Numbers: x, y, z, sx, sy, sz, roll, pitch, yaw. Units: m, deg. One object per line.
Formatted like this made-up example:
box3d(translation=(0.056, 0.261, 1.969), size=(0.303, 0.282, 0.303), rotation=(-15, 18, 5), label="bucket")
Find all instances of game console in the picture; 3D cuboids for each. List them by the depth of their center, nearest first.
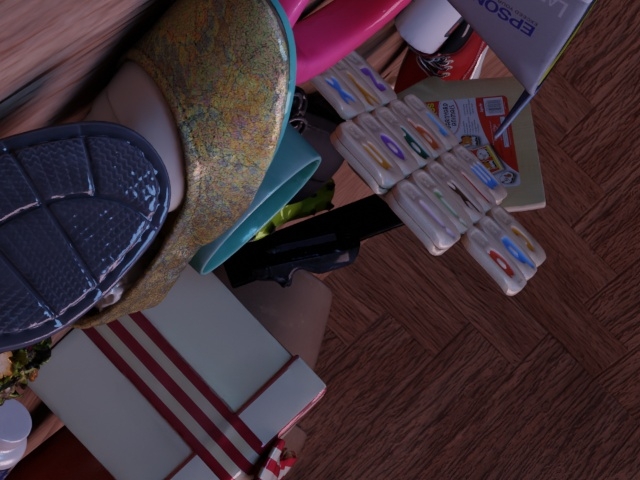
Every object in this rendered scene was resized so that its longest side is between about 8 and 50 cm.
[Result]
box3d(translation=(0.000, 0.000, 1.632), size=(0.213, 0.044, 0.361), rotation=(-21, -176, 1), label="game console")

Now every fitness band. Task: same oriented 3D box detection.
box3d(translation=(0.027, -0.192, 1.134), size=(0.209, 0.054, 0.291), rotation=(-45, 174, 11), label="fitness band")

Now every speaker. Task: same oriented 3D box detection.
box3d(translation=(0.132, -0.247, 1.564), size=(0.136, 0.055, 0.055), rotation=(-47, 175, 34), label="speaker")

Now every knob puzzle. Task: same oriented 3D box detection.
box3d(translation=(0.124, -0.088, 1.639), size=(0.213, 0.213, 0.030), rotation=(-42, 152, -22), label="knob puzzle")

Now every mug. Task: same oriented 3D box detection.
box3d(translation=(-0.083, -0.046, 1.215), size=(0.129, 0.097, 0.158), rotation=(-41, 176, -37), label="mug")

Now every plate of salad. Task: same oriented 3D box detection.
box3d(translation=(-0.267, 0.109, 1.325), size=(0.200, 0.048, 0.200), rotation=(-44, 175, -4), label="plate of salad")

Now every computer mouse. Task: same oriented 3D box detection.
box3d(translation=(-0.035, -0.073, 1.559), size=(0.188, 0.072, 0.272), rotation=(-46, 175, 18), label="computer mouse")

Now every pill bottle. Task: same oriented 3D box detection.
box3d(translation=(-0.324, 0.201, 1.536), size=(0.067, 0.067, 0.120), rotation=(-39, 174, -48), label="pill bottle")

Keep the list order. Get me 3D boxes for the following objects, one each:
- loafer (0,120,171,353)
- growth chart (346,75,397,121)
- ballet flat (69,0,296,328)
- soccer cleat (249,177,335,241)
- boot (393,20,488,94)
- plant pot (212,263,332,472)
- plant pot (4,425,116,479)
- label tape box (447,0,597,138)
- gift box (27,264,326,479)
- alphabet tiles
box3d(translation=(-0.220, 0.033, 0.853), size=(0.302, 0.109, 0.095), rotation=(-37, -167, -15), label="loafer")
box3d(translation=(0.026, -0.124, 1.976), size=(0.172, 0.021, 0.237), rotation=(-42, 175, -14), label="growth chart")
box3d(translation=(-0.116, -0.035, 0.996), size=(0.123, 0.123, 0.348), rotation=(-41, 175, -33), label="ballet flat")
box3d(translation=(-0.063, -0.042, 1.692), size=(0.179, 0.072, 0.060), rotation=(-17, 125, -40), label="soccer cleat")
box3d(translation=(0.119, -0.200, 1.733), size=(0.176, 0.088, 0.244), rotation=(-36, 165, -48), label="boot")
box3d(translation=(-0.101, 0.130, 1.977), size=(0.229, 0.263, 0.263), rotation=(-62, 179, -11), label="plant pot")
box3d(translation=(-0.271, 0.335, 1.913), size=(0.265, 0.272, 0.272), rotation=(-43, 176, -2), label="plant pot")
box3d(translation=(0.187, -0.263, 1.087), size=(0.249, 0.115, 0.347), rotation=(-55, 177, -30), label="label tape box")
box3d(translation=(-0.152, 0.184, 1.705), size=(0.276, 0.258, 0.255), rotation=(-45, 175, -1), label="gift box")
box3d(translation=(0.094, -0.066, 1.454), size=(0.021, 0.278, 0.284), rotation=(-45, 176, 19), label="alphabet tiles")
